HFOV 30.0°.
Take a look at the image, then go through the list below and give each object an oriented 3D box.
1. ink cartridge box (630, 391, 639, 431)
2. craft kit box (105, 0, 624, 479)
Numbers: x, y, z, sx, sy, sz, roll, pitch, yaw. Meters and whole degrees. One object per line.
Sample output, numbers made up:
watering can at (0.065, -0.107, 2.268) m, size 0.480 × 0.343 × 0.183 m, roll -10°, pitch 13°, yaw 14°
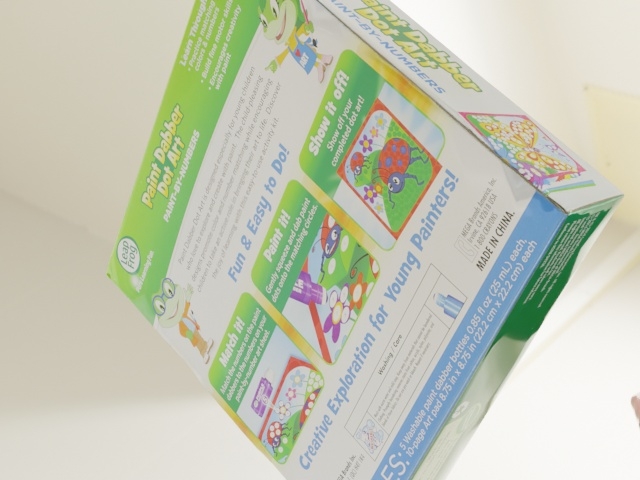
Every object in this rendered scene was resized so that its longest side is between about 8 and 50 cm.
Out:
ink cartridge box at (0.253, 0.181, 0.554) m, size 0.131 × 0.306 × 0.226 m, roll -23°, pitch -90°, yaw 13°
craft kit box at (0.000, 0.000, 0.631) m, size 0.246 × 0.061 × 0.250 m, roll 44°, pitch -51°, yaw 25°
